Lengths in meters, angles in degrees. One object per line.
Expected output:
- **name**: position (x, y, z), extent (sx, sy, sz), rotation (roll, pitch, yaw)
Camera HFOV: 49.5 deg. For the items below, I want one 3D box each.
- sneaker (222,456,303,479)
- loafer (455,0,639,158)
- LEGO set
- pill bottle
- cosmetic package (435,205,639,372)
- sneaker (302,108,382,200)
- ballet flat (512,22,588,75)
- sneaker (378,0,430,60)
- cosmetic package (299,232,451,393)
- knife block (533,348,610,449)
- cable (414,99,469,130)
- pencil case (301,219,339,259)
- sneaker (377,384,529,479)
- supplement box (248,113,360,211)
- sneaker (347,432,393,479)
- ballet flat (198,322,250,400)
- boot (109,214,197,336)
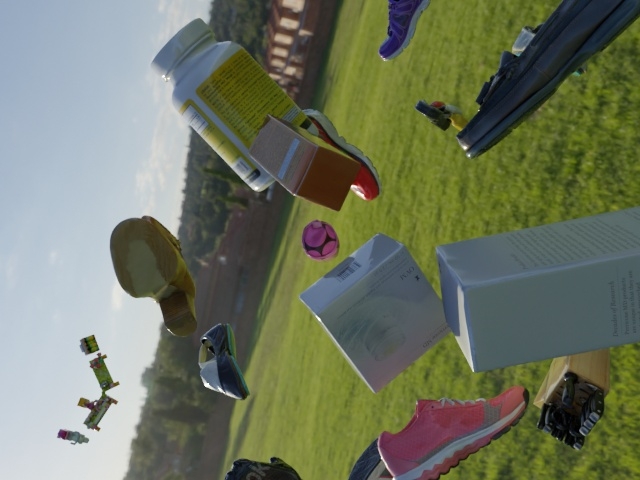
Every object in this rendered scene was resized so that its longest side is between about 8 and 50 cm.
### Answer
- **sneaker**: position (-0.134, 0.422, 1.094), extent (0.135, 0.276, 0.098), rotation (47, 129, 30)
- **loafer**: position (0.254, -0.210, 0.811), extent (0.267, 0.084, 0.096), rotation (-43, -7, 20)
- **LEGO set**: position (-0.596, 0.392, 1.824), extent (0.107, 0.132, 0.287), rotation (138, 142, -74)
- **pill bottle**: position (-0.177, -0.278, 1.417), extent (0.188, 0.334, 0.188), rotation (-42, 11, 10)
- **cosmetic package**: position (0.449, 0.070, 1.197), extent (0.230, 0.452, 0.162), rotation (-95, -6, -74)
- **sneaker**: position (0.023, -0.178, 1.642), extent (0.107, 0.279, 0.118), rotation (-25, 27, 57)
- **ballet flat**: position (0.415, -0.350, 1.240), extent (0.248, 0.086, 0.086), rotation (-116, 39, -69)
- **sneaker**: position (0.148, -0.426, 1.318), extent (0.068, 0.071, 0.170), rotation (-106, 37, -57)
- **cosmetic package**: position (0.119, 0.147, 1.432), extent (0.224, 0.225, 0.138), rotation (-38, 20, -6)
- **knife block**: position (0.514, 0.273, 1.364), extent (0.276, 0.088, 0.242), rotation (-58, -10, -17)
- **cable**: position (0.281, -0.326, 1.696), extent (0.072, 0.139, 0.287), rotation (-53, -21, 12)
- **pencil case**: position (0.000, 0.000, 1.631), extent (0.209, 0.095, 0.098), rotation (82, -170, -87)
- **sneaker**: position (0.245, 0.335, 1.286), extent (0.136, 0.313, 0.116), rotation (56, 167, 16)
- **supplement box**: position (-0.030, -0.119, 1.012), extent (0.080, 0.078, 0.233), rotation (-66, 28, 9)
- **sneaker**: position (0.159, 0.639, 1.709), extent (0.123, 0.178, 0.296), rotation (-29, 20, 50)
- **ballet flat**: position (-0.233, 0.296, 1.629), extent (0.280, 0.096, 0.095), rotation (-124, 15, -64)
- **boot**: position (-0.301, 0.016, 1.225), extent (0.295, 0.104, 0.211), rotation (73, 173, -46)
